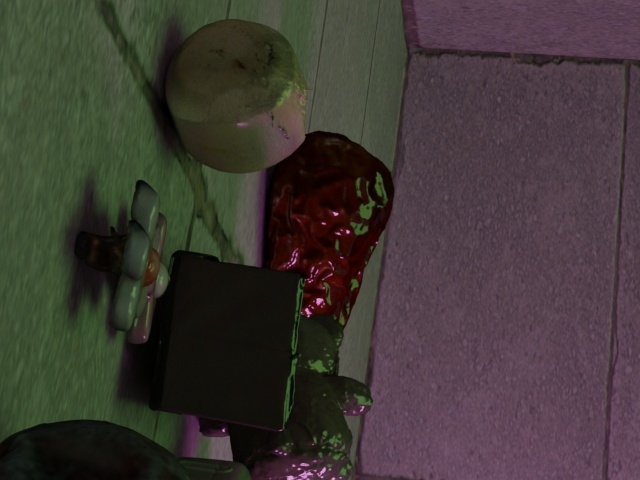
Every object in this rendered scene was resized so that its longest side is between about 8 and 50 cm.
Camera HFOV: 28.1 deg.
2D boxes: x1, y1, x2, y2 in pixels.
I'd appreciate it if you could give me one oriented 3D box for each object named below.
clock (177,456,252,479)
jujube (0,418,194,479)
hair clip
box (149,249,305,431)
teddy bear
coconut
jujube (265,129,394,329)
[{"bbox_3d":[-0.158,0.442,1.530,0.265,0.108,0.324,-50,145,-76],"label":"clock"},{"bbox_3d":[-0.184,0.288,1.012,0.226,0.226,0.317,-76,172,-45],"label":"jujube"},{"bbox_3d":[-0.187,0.028,1.283,0.257,0.075,0.146,73,18,-78],"label":"hair clip"},{"bbox_3d":[-0.100,0.124,1.488,0.252,0.153,0.188,100,-2,-79],"label":"box"},{"bbox_3d":[-0.049,0.218,1.709,0.267,0.236,0.151,-104,-178,-50],"label":"teddy bear"},{"bbox_3d":[-0.088,-0.157,1.471,0.183,0.170,0.171,66,29,-56],"label":"coconut"},{"bbox_3d":[0.000,0.000,2.064,0.216,0.216,0.342,-42,148,-77],"label":"jujube"}]
